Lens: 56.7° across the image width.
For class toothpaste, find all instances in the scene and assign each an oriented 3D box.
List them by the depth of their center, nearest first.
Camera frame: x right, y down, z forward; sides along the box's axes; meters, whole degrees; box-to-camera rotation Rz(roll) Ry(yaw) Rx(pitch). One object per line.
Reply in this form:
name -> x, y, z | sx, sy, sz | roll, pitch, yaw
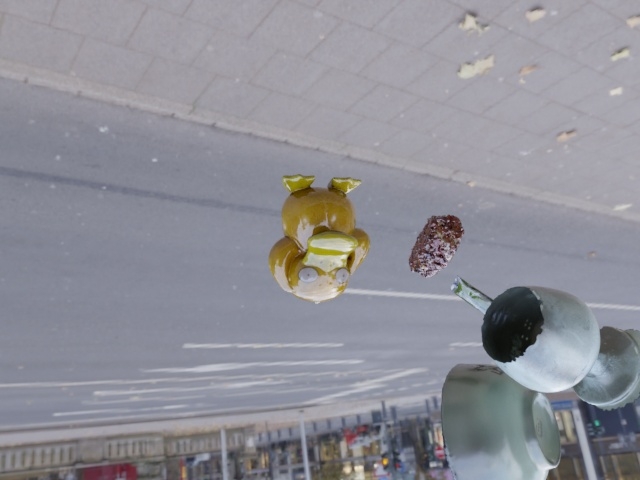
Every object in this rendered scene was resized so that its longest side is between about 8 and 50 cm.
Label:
toothpaste -> 0.471, 0.186, 1.643 | 0.047, 0.248, 0.078 | -43, 157, -29

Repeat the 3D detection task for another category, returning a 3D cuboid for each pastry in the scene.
pastry -> 0.296, 0.019, 1.529 | 0.097, 0.115, 0.208 | 21, 144, 0

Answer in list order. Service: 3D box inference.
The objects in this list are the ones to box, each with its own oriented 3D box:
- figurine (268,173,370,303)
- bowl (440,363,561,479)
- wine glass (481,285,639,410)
figurine -> -0.002, -0.005, 1.173 | 0.215, 0.228, 0.215 | -6, 143, -5
bowl -> 0.447, 0.455, 1.409 | 0.185, 0.354, 0.354 | -19, 157, 34
wine glass -> 0.528, 0.230, 1.302 | 0.323, 0.238, 0.238 | 21, 149, -25
